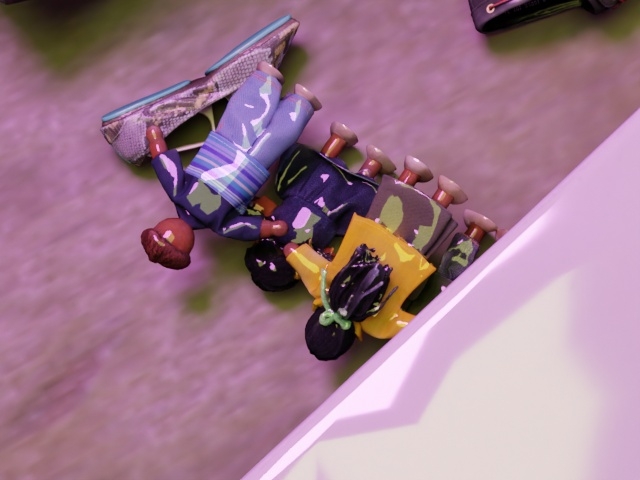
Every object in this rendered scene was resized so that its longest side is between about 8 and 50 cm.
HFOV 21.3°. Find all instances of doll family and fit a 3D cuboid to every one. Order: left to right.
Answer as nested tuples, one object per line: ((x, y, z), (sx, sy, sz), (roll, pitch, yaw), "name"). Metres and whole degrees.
((0.000, 0.000, 0.818), (0.193, 0.076, 0.111), (33, 84, 19), "doll family")

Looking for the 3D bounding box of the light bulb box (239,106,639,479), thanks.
((0.161, 0.096, 0.611), (0.358, 0.361, 0.225), (-42, 75, -10), "light bulb box")

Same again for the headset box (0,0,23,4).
((-0.127, -0.297, 0.808), (0.218, 0.110, 0.293), (46, 127, 15), "headset box")

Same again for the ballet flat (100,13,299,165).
((-0.055, -0.072, 0.863), (0.114, 0.041, 0.041), (-30, 73, -3), "ballet flat")

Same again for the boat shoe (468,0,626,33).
((0.138, -0.132, 0.853), (0.133, 0.049, 0.042), (-10, 78, 5), "boat shoe")
